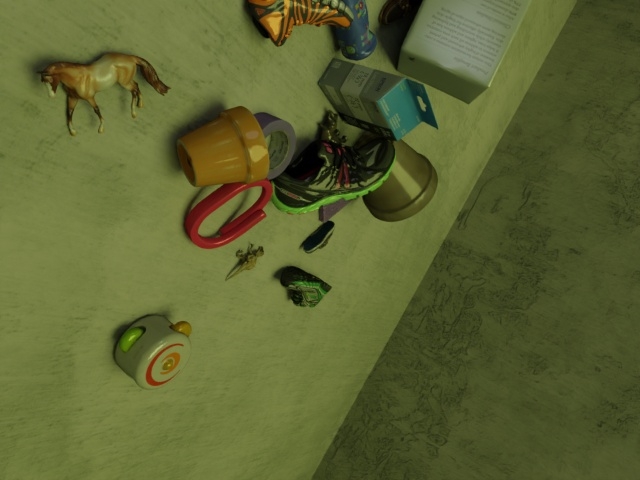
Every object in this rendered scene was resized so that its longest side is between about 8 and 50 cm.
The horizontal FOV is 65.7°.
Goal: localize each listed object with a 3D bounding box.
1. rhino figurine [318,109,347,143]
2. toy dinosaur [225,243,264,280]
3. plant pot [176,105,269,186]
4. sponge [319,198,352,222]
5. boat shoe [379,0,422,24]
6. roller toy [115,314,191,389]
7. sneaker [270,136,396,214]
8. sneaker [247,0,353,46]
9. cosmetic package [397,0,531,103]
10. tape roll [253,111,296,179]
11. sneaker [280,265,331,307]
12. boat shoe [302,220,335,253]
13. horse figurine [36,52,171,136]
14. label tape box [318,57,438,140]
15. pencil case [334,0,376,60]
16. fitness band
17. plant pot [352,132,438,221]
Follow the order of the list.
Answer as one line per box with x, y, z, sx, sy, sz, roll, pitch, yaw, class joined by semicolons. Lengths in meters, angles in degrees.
0.040;-0.351;1.762;0.106;0.073;0.243;-38;141;-31;rhino figurine
-0.250;0.072;1.704;0.183;0.053;0.092;-42;147;-29;toy dinosaur
-0.265;-0.230;1.302;0.188;0.205;0.205;-23;135;-25;plant pot
0.070;-0.172;2.003;0.210;0.031;0.117;-40;144;-30;sponge
0.290;-0.823;1.737;0.207;0.073;0.073;-48;149;-18;boat shoe
-0.488;0.334;1.473;0.209;0.146;0.191;-18;130;-50;roller toy
0.054;-0.248;1.670;0.483;0.185;0.202;-26;133;-19;sneaker
-0.063;-0.604;1.343;0.321;0.124;0.180;9;116;-39;sneaker
0.505;-0.757;1.766;0.393;0.329;0.327;-64;178;8;cosmetic package
-0.166;-0.285;1.499;0.189;0.080;0.189;-38;143;-35;tape roll
-0.067;0.206;2.016;0.146;0.134;0.343;-59;151;-2;sneaker
0.000;0.000;2.008;0.183;0.066;0.066;-43;147;-28;boat shoe
-0.451;-0.326;1.048;0.263;0.066;0.174;-36;148;-32;horse figurine
0.196;-0.447;1.638;0.115;0.348;0.249;-58;150;-5;label tape box
0.090;-0.700;1.493;0.133;0.119;0.306;-62;152;-23;pencil case
-0.266;-0.088;1.479;0.291;0.054;0.209;-37;153;-3;fitness band
0.267;-0.280;1.978;0.323;0.323;0.280;-55;134;-10;plant pot
